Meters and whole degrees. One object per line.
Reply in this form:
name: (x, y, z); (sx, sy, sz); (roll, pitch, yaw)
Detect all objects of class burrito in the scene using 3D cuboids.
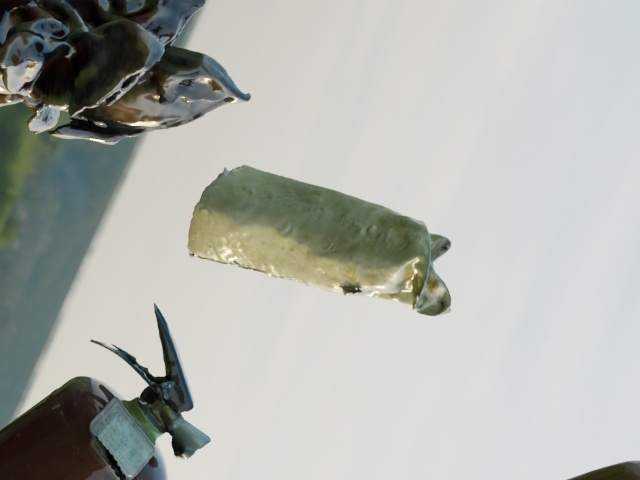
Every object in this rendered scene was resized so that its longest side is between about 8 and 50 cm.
burrito: (0.000, 0.000, 1.258); (0.060, 0.226, 0.087); (-41, 137, -44)

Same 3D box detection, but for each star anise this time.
star anise: (-0.179, -0.121, 1.061); (0.283, 0.212, 0.129); (-7, -96, 52)

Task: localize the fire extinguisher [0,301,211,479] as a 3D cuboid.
fire extinguisher: (-0.179, 0.154, 1.044); (0.269, 0.105, 0.105); (-36, -169, 3)

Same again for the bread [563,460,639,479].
bread: (0.281, 0.356, 1.665); (0.225, 0.250, 0.279); (89, -18, -44)
